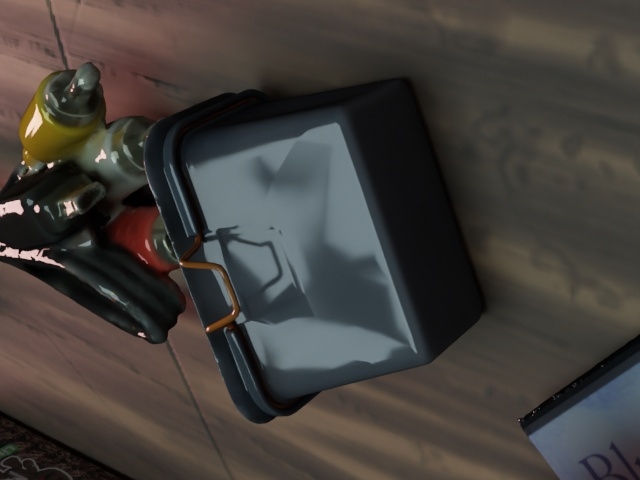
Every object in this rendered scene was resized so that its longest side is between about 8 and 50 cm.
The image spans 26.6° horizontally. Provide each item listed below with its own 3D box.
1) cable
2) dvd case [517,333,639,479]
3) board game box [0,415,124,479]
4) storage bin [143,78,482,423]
[{"bbox_3d":[-0.147,-0.014,0.727,0.287,0.072,0.139,-2,127,57],"label":"cable"},{"bbox_3d":[0.200,0.125,0.464,0.253,0.022,0.180,53,137,9],"label":"dvd case"},{"bbox_3d":[-0.174,0.259,0.811,0.291,0.141,0.232,17,122,38],"label":"board game box"},{"bbox_3d":[0.000,0.000,0.548,0.091,0.098,0.135,-13,101,36],"label":"storage bin"}]
